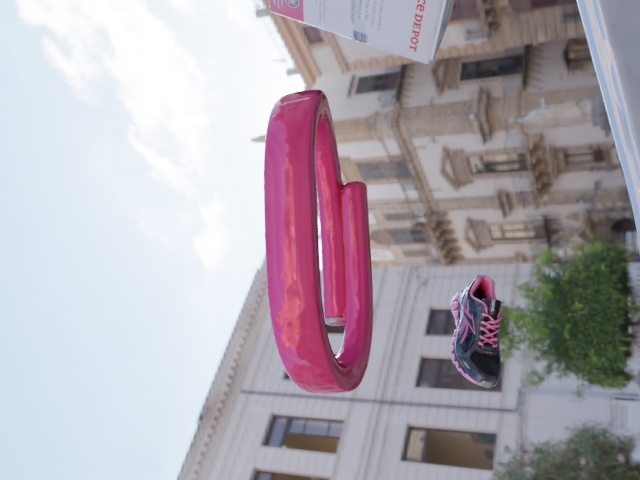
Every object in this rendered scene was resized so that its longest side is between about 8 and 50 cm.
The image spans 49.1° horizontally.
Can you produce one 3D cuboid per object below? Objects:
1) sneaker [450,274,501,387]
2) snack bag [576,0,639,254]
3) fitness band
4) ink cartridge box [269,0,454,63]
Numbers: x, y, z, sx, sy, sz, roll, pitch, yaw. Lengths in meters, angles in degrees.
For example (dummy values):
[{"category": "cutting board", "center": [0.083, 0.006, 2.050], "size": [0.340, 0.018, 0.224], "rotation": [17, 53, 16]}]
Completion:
[{"category": "sneaker", "center": [0.154, 0.082, 0.670], "size": [0.119, 0.047, 0.057], "rotation": [-89, 18, -44]}, {"category": "snack bag", "center": [0.307, -0.174, 0.452], "size": [0.323, 0.343, 0.037], "rotation": [66, 172, -19]}, {"category": "fitness band", "center": [0.000, 0.000, 0.676], "size": [0.209, 0.054, 0.290], "rotation": [25, -120, -70]}, {"category": "ink cartridge box", "center": [0.068, -0.413, 1.058], "size": [0.207, 0.283, 0.117], "rotation": [93, -159, -61]}]
